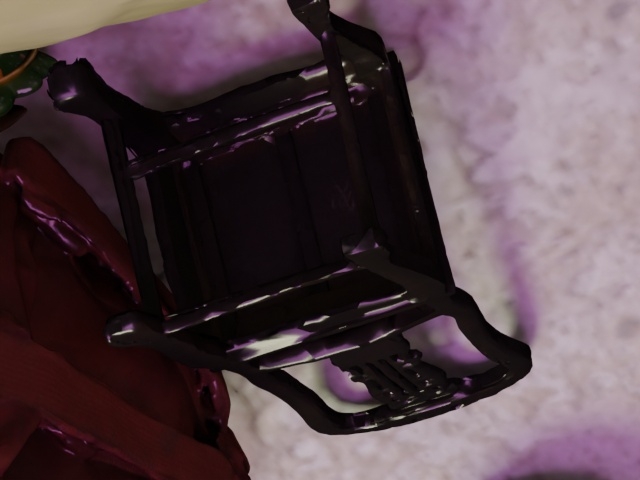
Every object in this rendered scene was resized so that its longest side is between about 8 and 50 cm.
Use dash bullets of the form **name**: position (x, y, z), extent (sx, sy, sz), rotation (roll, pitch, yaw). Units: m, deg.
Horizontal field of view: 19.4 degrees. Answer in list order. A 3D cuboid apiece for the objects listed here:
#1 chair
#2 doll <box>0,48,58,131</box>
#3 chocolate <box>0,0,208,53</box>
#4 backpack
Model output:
- **chair**: position (0.000, 0.000, 0.721), extent (0.106, 0.113, 0.229), rotation (-17, 163, 15)
- **doll**: position (-0.147, -0.078, 0.659), extent (0.078, 0.076, 0.113), rotation (-24, 123, 11)
- **chocolate**: position (-0.107, -0.167, 0.419), extent (0.297, 0.314, 0.326), rotation (8, 126, 8)
- **backpack**: position (-0.104, 0.081, 0.708), extent (0.139, 0.229, 0.229), rotation (-33, 120, 11)
